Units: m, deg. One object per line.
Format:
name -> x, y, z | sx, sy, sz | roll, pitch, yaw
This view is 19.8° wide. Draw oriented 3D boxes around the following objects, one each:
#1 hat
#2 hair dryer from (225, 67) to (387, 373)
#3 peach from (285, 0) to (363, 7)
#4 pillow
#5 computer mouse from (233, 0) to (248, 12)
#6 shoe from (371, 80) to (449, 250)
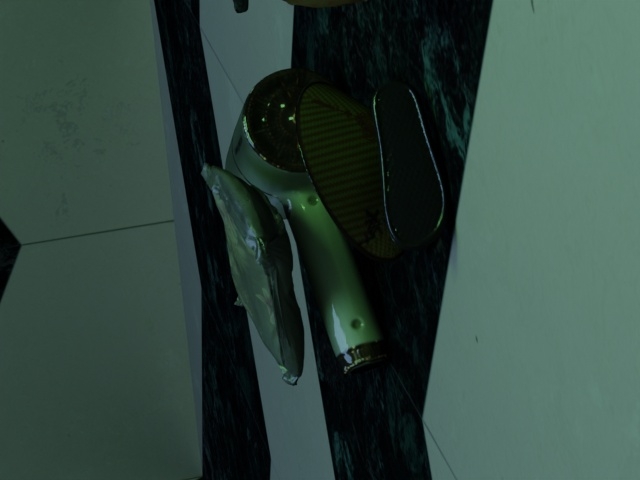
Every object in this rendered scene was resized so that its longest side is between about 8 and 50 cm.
hat -> 0.062, -0.080, 1.772 | 0.193, 0.082, 0.193 | 44, -147, -39
hair dryer -> 0.000, 0.000, 2.092 | 0.203, 0.128, 0.362 | 121, 131, -72
peach -> -0.008, -0.316, 1.547 | 0.232, 0.232, 0.232 | 171, 90, -79
pillow -> -0.066, 0.030, 2.063 | 0.169, 0.059, 0.255 | 51, 161, 41
computer mouse -> -0.080, -0.384, 2.161 | 0.389, 0.115, 0.199 | -98, -9, -74
shoe -> 0.082, -0.069, 1.711 | 0.053, 0.062, 0.159 | 51, -152, -85
